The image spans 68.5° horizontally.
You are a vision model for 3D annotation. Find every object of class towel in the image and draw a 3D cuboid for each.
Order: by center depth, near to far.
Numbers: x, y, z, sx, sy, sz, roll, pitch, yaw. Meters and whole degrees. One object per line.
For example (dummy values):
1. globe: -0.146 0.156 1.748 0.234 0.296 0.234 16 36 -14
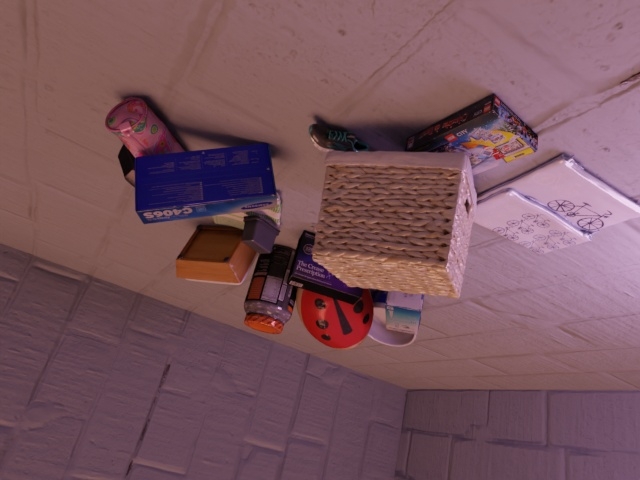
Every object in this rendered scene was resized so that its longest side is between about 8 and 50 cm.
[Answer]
1. towel: -0.255 -0.107 1.589 0.247 0.038 0.325 15 156 -2

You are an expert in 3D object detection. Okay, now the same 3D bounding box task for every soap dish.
1. soap dish: -0.390 0.048 1.788 0.290 0.229 0.118 3 137 24

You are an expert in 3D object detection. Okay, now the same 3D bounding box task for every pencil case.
1. pencil case: -0.455 -0.253 1.282 0.124 0.124 0.284 7 154 17

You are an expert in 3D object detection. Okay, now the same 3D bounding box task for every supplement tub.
1. supplement tub: -0.186 0.196 1.859 0.193 0.316 0.194 12 156 5

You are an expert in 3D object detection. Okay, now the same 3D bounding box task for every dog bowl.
1. dog bowl: 0.302 0.344 2.064 0.264 0.104 0.265 16 138 15

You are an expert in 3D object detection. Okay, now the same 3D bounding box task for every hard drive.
1. hard drive: -0.507 -0.173 1.449 0.254 0.054 0.172 43 -172 -49

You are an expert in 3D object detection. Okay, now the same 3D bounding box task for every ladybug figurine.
1. ladybug figurine: 0.069 0.278 1.861 0.304 0.162 0.450 -27 125 0

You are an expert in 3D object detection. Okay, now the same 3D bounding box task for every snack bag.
1. snack bag: 0.586 -0.071 1.201 0.322 0.037 0.342 24 154 -20

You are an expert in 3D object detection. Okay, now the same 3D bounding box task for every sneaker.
1. sneaker: 0.048 -0.240 1.121 0.166 0.065 0.076 21 148 -34

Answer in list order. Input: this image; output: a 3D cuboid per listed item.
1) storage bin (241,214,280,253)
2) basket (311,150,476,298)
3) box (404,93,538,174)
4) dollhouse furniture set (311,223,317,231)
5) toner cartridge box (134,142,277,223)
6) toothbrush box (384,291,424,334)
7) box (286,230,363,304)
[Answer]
1. storage bin: -0.217 -0.016 1.621 0.098 0.091 0.135 -3 152 33
2. basket: 0.191 -0.029 1.131 0.330 0.267 0.328 4 164 22
3. box: 0.326 -0.212 1.033 0.159 0.044 0.233 29 152 -29
4. dollhouse furniture set: 0.000 0.000 1.587 0.081 0.115 0.091 31 153 -24
5. toner cartridge box: -0.295 -0.149 1.223 0.347 0.165 0.075 -7 156 -7
6. toothbrush box: 0.311 0.191 1.696 0.126 0.217 0.296 9 154 12
7. box: 0.031 0.098 1.691 0.261 0.185 0.103 18 152 -8
